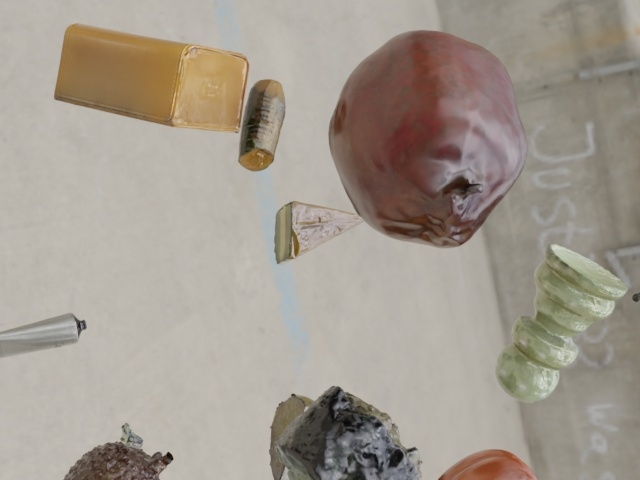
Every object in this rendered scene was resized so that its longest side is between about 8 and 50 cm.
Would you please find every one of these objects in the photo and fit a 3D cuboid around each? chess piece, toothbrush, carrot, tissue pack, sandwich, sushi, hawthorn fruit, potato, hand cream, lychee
[{"bbox_3d":[0.374,0.149,1.696,0.251,0.144,0.144,-63,162,17],"label":"chess piece"},{"bbox_3d":[-0.327,0.328,1.755,0.028,0.294,0.026,25,79,-12],"label":"toothbrush"},{"bbox_3d":[-0.111,-0.224,1.994,0.082,0.082,0.173,35,56,-57],"label":"carrot"},{"bbox_3d":[-0.293,-0.282,1.801,0.194,0.274,0.145,-8,110,-59],"label":"tissue pack"},{"bbox_3d":[0.000,0.000,1.962,0.163,0.079,0.114,11,72,-25],"label":"sandwich"},{"bbox_3d":[0.060,0.385,1.606,0.170,0.211,0.350,-34,125,-19],"label":"sushi"},{"bbox_3d":[0.162,-0.138,1.519,0.308,0.308,0.325,33,33,-58],"label":"hawthorn fruit"},{"bbox_3d":[-0.040,0.382,2.000,0.089,0.100,0.172,13,95,-32],"label":"potato"},{"bbox_3d":[-0.496,0.167,1.784,0.087,0.186,0.054,105,-33,-57],"label":"hand cream"},{"bbox_3d":[-0.365,0.452,1.863,0.200,0.238,0.200,59,0,-1],"label":"lychee"}]

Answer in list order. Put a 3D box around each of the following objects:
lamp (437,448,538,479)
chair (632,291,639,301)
[{"bbox_3d":[0.242,0.368,1.376,0.188,0.163,0.187,59,-5,9],"label":"lamp"},{"bbox_3d":[0.583,0.081,1.442,0.260,0.154,0.142,-14,78,-35],"label":"chair"}]
